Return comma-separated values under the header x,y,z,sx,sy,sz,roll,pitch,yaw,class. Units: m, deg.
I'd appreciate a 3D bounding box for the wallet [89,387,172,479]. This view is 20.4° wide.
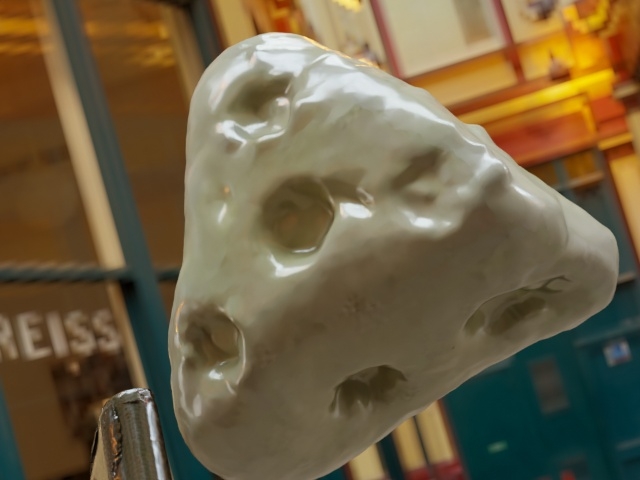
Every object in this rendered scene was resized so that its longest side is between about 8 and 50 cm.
x,y,z,sx,sy,sz,roll,pitch,yaw,class
-0.075,0.178,0.811,0.031,0.198,0.110,-6,-30,-16,wallet

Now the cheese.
x,y,z,sx,sy,sz,roll,pitch,yaw,class
-0.001,-0.001,1.007,0.251,0.248,0.174,-44,-40,13,cheese
